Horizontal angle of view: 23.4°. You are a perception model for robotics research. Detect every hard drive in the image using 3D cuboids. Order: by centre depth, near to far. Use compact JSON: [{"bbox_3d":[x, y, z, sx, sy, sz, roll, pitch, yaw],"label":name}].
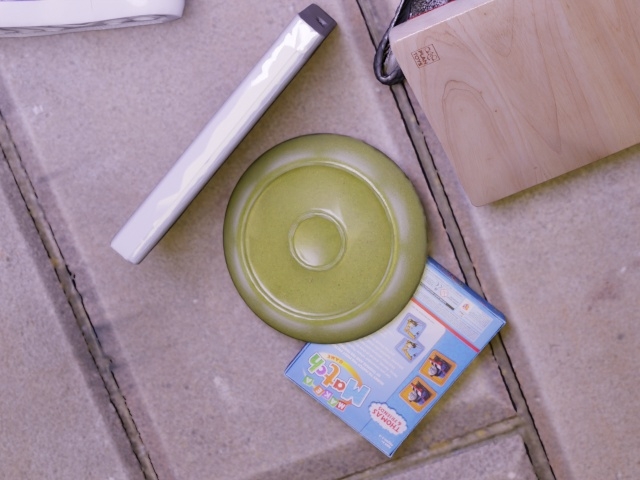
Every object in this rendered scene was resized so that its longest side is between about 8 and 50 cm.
[{"bbox_3d":[-0.099,-0.119,1.656,0.040,0.203,0.307,39,103,-4],"label":"hard drive"}]

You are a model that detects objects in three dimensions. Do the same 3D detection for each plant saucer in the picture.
[{"bbox_3d":[0.000,0.000,1.735,0.241,0.037,0.241,1,95,13],"label":"plant saucer"}]

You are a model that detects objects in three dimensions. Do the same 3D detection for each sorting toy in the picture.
[{"bbox_3d":[0.229,-0.191,1.620,0.255,0.089,0.257,-22,133,11],"label":"sorting toy"}]

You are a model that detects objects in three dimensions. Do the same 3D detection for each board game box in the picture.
[{"bbox_3d":[0.084,0.120,1.775,0.160,0.039,0.211,39,102,-3],"label":"board game box"}]

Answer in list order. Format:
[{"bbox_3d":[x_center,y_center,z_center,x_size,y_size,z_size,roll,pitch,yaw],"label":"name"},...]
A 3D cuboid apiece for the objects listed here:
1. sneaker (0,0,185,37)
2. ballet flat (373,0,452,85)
[{"bbox_3d":[-0.300,-0.348,1.676,0.322,0.130,0.236,-3,92,10],"label":"sneaker"},{"bbox_3d":[0.109,-0.247,1.688,0.057,0.049,0.173,23,103,-1],"label":"ballet flat"}]
